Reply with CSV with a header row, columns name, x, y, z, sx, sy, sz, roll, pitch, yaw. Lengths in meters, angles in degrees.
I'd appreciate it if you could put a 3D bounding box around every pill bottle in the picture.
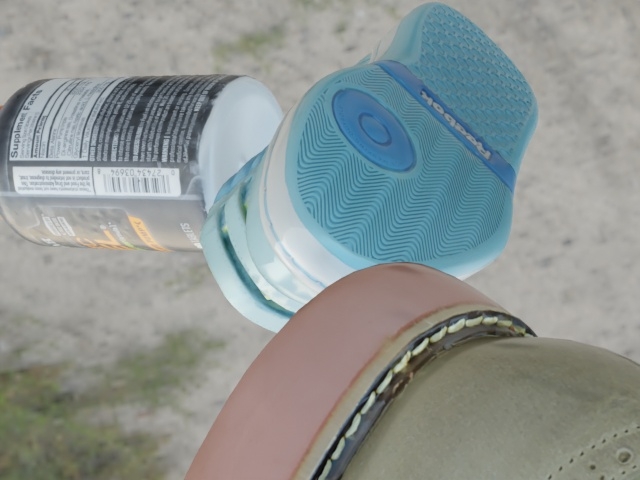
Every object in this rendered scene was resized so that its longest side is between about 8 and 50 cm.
name,x,y,z,sx,sy,sz,roll,pitch,yaw
pill bottle,-0.156,-0.058,1.228,0.246,0.130,0.130,2,166,28

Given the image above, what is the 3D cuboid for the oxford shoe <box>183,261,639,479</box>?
name,x,y,z,sx,sy,sz,roll,pitch,yaw
oxford shoe,-0.003,0.206,0.401,0.146,0.397,0.140,20,-179,41

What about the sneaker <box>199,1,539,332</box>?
name,x,y,z,sx,sy,sz,roll,pitch,yaw
sneaker,0.000,0.000,0.888,0.208,0.127,0.319,-43,-179,27
